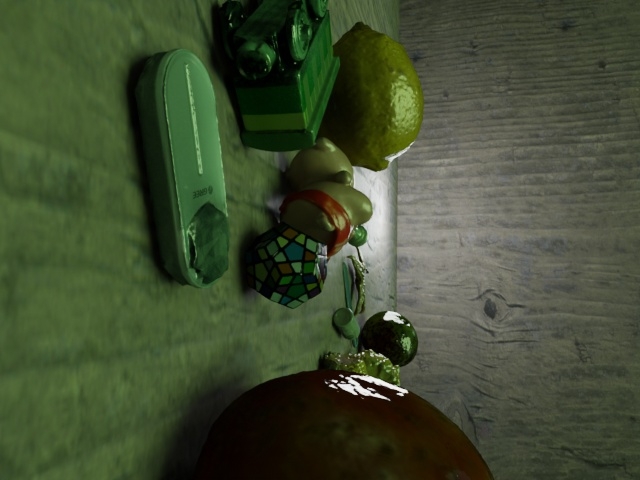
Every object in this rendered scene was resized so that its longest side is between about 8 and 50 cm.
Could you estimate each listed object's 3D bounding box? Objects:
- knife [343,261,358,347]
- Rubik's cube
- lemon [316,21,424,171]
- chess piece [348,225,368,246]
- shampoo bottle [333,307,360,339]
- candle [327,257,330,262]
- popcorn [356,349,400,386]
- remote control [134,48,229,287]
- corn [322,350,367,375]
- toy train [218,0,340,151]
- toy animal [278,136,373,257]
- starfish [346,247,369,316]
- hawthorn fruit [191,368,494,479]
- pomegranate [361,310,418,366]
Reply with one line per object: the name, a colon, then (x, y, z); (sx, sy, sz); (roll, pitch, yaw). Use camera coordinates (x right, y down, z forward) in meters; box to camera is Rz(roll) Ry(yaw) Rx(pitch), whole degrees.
knife: (0.088, 0.201, 1.471); (0.044, 0.019, 0.313); (-57, 142, -60)
Rubik's cube: (-0.050, 0.037, 0.739); (0.112, 0.133, 0.133); (120, -21, -65)
lemon: (0.094, -0.300, 1.041); (0.253, 0.253, 0.311); (-56, 137, -65)
chess piece: (0.094, -0.026, 1.405); (0.103, 0.067, 0.067); (39, 52, -60)
shampoo bottle: (0.080, 0.243, 1.353); (0.195, 0.056, 0.056); (62, 31, -59)
candle: (0.000, 0.000, 1.089); (0.053, 0.048, 0.162); (-8, 99, -40)
popcorn: (0.146, 0.432, 1.443); (0.168, 0.173, 0.195); (33, 80, -30)
remote control: (-0.140, -0.069, 0.512); (0.104, 0.052, 0.247); (-44, 132, -69)
corn: (0.062, 0.412, 1.193); (0.123, 0.122, 0.305); (-21, 110, -45)
toy train: (-0.050, -0.286, 0.735); (0.301, 0.120, 0.202); (-76, 163, -44)
toy animal: (0.004, -0.064, 0.869); (0.171, 0.171, 0.198); (64, 22, -59)
starfish: (0.125, 0.141, 1.543); (0.138, 0.050, 0.248); (-50, 135, -65)
hawthorn fruit: (0.046, 0.357, 0.571); (0.403, 0.402, 0.403); (0, 90, -75)
pomegranate: (0.220, 0.371, 1.695); (0.248, 0.214, 0.214); (-54, 170, 11)
